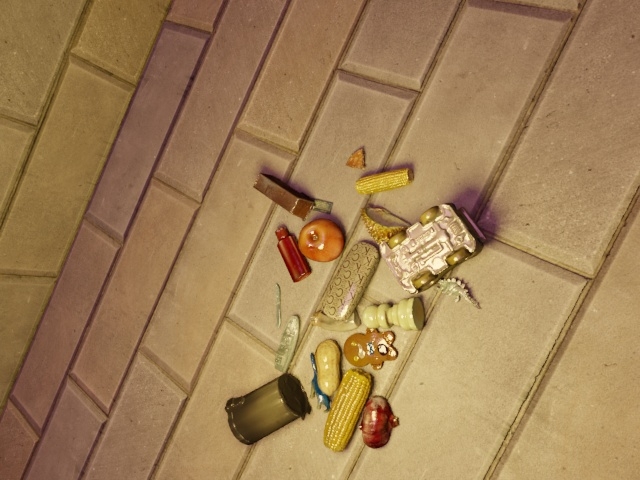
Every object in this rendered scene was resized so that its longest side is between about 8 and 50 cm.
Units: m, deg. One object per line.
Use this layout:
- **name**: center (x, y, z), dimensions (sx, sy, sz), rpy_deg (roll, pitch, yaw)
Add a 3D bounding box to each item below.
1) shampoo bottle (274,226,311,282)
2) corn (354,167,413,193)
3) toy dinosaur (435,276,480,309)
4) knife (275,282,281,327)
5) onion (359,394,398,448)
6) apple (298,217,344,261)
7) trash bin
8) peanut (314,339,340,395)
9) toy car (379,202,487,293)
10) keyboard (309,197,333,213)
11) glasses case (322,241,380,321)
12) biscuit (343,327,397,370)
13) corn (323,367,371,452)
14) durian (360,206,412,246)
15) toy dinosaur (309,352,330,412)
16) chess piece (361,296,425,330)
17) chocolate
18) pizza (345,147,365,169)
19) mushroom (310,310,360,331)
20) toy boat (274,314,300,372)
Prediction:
- **shampoo bottle**: center (-0.135, 0.060, 2.081), dimensions (0.102, 0.064, 0.260), rpy_deg (-35, 67, 23)
- **corn**: center (0.267, -0.249, 1.906), dimensions (0.249, 0.081, 0.081), rpy_deg (-9, 78, 26)
- **toy dinosaur**: center (0.528, 0.196, 1.726), dimensions (0.209, 0.039, 0.082), rpy_deg (38, 99, 26)
- **knife**: center (-0.198, 0.304, 2.106), dimensions (0.028, 0.015, 0.210), rpy_deg (-8, 78, 32)
- **onion**: center (0.223, 0.724, 1.774), dimensions (0.151, 0.098, 0.205), rpy_deg (-6, 79, 28)
- **apple**: center (0.000, 0.000, 1.963), dimensions (0.201, 0.162, 0.201), rpy_deg (-5, 79, 29)
- **trash bin**: center (-0.228, 0.728, 1.949), dimensions (0.302, 0.203, 0.252), rpy_deg (-34, 108, 18)
- **peanut**: center (0.030, 0.524, 1.864), dimensions (0.120, 0.110, 0.236), rpy_deg (122, 156, -46)
- **toy car**: center (0.434, 0.025, 1.723), dimensions (0.336, 0.226, 0.242), rpy_deg (-41, 71, 29)
- **keyboard**: center (-0.025, -0.166, 2.086), dimensions (0.176, 0.014, 0.055), rpy_deg (16, 87, 28)
- **glasses case**: center (0.128, 0.170, 1.889), dimensions (0.137, 0.085, 0.354), rpy_deg (23, 80, 36)
- **biscuit**: center (0.203, 0.450, 1.863), dimensions (0.237, 0.039, 0.179), rpy_deg (-17, 76, 27)
- **corn**: center (0.104, 0.688, 1.823), dimensions (0.131, 0.131, 0.344), rpy_deg (24, 94, 28)
- **durian**: center (0.269, -0.056, 1.883), dimensions (0.252, 0.144, 0.139), rpy_deg (32, 60, 34)
- **toy dinosaur**: center (-0.004, 0.602, 1.886), dimensions (0.075, 0.248, 0.188), rpy_deg (-6, 98, -12)
- **chess piece**: center (0.282, 0.302, 1.802), dimensions (0.243, 0.133, 0.133), rpy_deg (-11, 77, 33)
- **chocolate**: center (-0.178, -0.214, 2.106), dimensions (0.321, 0.112, 0.111), rpy_deg (36, 102, 32)
- **pizza**: center (0.158, -0.354, 2.013), dimensions (0.099, 0.029, 0.100), rpy_deg (-12, 74, 34)
- **mushroom**: center (0.060, 0.347, 1.928), dimensions (0.224, 0.081, 0.091), rpy_deg (-8, 97, 29)
- **toy boat**: center (-0.148, 0.461, 2.015), dimensions (0.078, 0.085, 0.260), rpy_deg (17, 90, 29)
